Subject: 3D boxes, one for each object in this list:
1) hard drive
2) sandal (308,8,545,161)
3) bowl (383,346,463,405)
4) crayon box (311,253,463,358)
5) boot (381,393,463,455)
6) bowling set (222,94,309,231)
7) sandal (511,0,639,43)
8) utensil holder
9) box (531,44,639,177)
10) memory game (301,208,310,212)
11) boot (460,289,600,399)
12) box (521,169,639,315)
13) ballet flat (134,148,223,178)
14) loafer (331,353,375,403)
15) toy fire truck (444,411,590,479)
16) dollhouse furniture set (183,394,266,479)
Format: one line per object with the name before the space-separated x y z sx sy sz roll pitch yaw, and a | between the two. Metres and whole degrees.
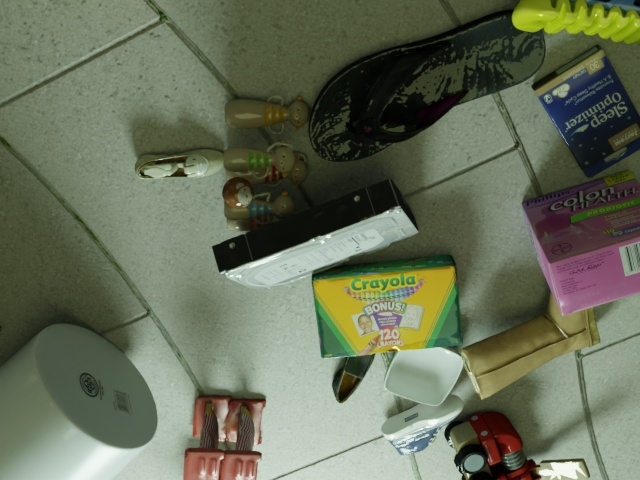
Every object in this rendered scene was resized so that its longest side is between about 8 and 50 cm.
hard drive | 0.000 0.000 1.677 0.339 0.237 0.064 -21 75 9
sandal | 0.176 -0.267 1.596 0.446 0.107 0.167 -26 115 10
bowl | 0.210 0.261 1.903 0.142 0.053 0.142 19 116 -10
crayon box | 0.130 0.129 1.802 0.279 0.081 0.165 -6 105 3
boot | 0.231 0.396 1.972 0.190 0.069 0.086 -24 122 20
bowling set | -0.095 -0.098 1.643 0.154 0.200 0.287 0 121 -3
sandal | 0.478 -0.408 1.530 0.318 0.126 0.138 6 85 -14
utensil holder | -0.563 0.396 1.819 0.328 0.327 0.385 41 108 -19
box | 0.497 -0.224 1.667 0.136 0.036 0.225 -32 114 15
memory game | -0.013 -0.029 1.703 0.186 0.186 0.012 -20 75 10
boot | 0.404 0.176 1.816 0.270 0.089 0.236 -24 116 0
box | 0.501 -0.001 1.664 0.214 0.243 0.117 -17 116 9
ballet flat | -0.259 -0.133 1.698 0.168 0.052 0.057 -6 117 2
loafer | 0.075 0.263 1.898 0.062 0.061 0.170 18 115 -8
toy fire truck | 0.421 0.468 1.969 0.246 0.158 0.217 -23 115 -2
dollhouse furniture set | -0.210 0.533 1.957 0.152 0.201 0.374 6 116 -3
